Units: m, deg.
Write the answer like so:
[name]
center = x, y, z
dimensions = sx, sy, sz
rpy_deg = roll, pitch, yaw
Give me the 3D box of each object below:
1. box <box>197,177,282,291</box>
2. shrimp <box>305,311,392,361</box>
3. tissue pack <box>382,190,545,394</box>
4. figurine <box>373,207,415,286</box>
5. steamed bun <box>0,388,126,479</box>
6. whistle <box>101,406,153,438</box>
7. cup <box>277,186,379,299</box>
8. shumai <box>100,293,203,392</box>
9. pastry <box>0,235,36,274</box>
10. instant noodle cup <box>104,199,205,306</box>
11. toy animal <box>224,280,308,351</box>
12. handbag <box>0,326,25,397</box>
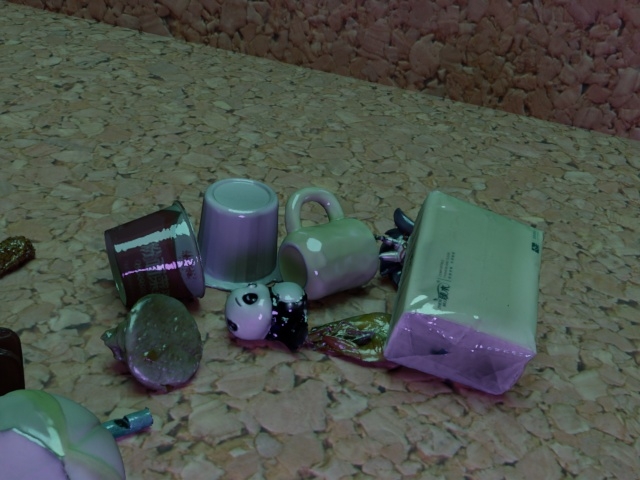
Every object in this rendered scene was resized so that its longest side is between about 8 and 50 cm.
[box]
center = -0.207, -0.040, 2.160
dimensions = 0.262, 0.206, 0.291
rpy_deg = -9, 37, -29
[shrimp]
center = 0.081, 0.219, 1.940
dimensions = 0.267, 0.061, 0.145
rpy_deg = 3, 40, -14
[tissue pack]
center = 0.322, 0.113, 1.927
dimensions = 0.297, 0.207, 0.380
rpy_deg = 18, 47, -2
[figurine]
center = 0.258, 0.034, 2.194
dimensions = 0.265, 0.175, 0.197
rpy_deg = 24, 28, 10
[steamed bun]
center = -0.437, 0.374, 1.340
dimensions = 0.309, 0.309, 0.309
rpy_deg = 6, 30, -4
[whistle]
center = -0.400, 0.353, 1.605
dimensions = 0.186, 0.039, 0.039
rpy_deg = -14, 37, -33
[cup]
center = 0.012, 0.005, 2.091
dimensions = 0.202, 0.255, 0.173
rpy_deg = -14, 17, -35
[shumai]
center = -0.347, 0.216, 1.788
dimensions = 0.120, 0.201, 0.201
rpy_deg = -21, 4, 45
[pastry]
center = -0.738, 0.031, 2.047
dimensions = 0.087, 0.063, 0.169
rpy_deg = 16, 32, 18
[instant noodle cup]
center = -0.378, 0.043, 1.979
dimensions = 0.178, 0.234, 0.235
rpy_deg = -16, 37, -20
[toy animal]
center = -0.120, 0.157, 1.911
dimensions = 0.179, 0.138, 0.166
rpy_deg = 9, 13, -9
[handbag]
center = -0.639, 0.270, 1.470
dimensions = 0.276, 0.260, 0.084
rpy_deg = -3, 34, -15
